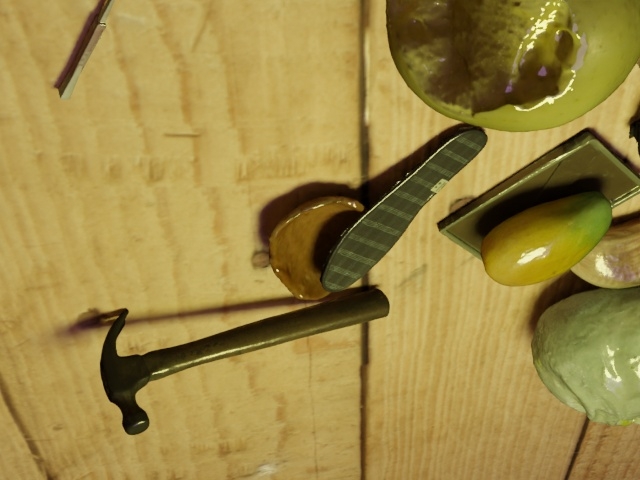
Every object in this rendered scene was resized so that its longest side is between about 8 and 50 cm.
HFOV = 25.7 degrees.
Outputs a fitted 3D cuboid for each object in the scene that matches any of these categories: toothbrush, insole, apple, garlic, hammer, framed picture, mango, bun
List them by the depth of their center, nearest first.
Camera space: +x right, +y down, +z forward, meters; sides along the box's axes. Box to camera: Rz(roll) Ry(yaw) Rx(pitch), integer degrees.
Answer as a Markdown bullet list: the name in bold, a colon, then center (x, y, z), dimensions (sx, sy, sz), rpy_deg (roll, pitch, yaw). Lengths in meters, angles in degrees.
- **apple**: center (0.199, -0.244, 1.388), dimensions (0.279, 0.279, 0.279), rpy_deg (-14, 149, -8)
- **toothbrush**: center (-0.233, -0.211, 1.435), dimensions (0.017, 0.014, 0.194), rpy_deg (1, 145, -30)
- **insole**: center (0.105, -0.038, 1.846), dimensions (0.309, 0.012, 0.110), rpy_deg (-45, 145, 20)
- **mango**: center (0.316, -0.004, 1.951), dimensions (0.195, 0.092, 0.130), rpy_deg (-34, 144, 9)
- **hammer**: center (-0.099, 0.141, 1.971), dimensions (0.440, 0.168, 0.044), rpy_deg (-13, 154, -26)
- **framed picture**: center (0.314, -0.046, 1.978), dimensions (0.260, 0.023, 0.189), rpy_deg (-33, 142, 23)
- **garlic**: center (0.438, 0.009, 2.107), dimensions (0.198, 0.090, 0.128), rpy_deg (-7, 125, -4)
- **bun**: center (0.516, 0.186, 2.237), dimensions (0.362, 0.211, 0.362), rpy_deg (-7, 164, -2)

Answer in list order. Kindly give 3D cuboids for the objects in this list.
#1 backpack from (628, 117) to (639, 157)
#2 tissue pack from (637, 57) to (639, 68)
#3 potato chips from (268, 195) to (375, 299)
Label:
- **backpack**: center (0.483, -0.160, 1.819), dimensions (0.120, 0.106, 0.165), rpy_deg (-6, 151, -13)
- **tissue pack**: center (0.454, -0.260, 1.683), dimensions (0.115, 0.065, 0.155), rpy_deg (-11, 148, -16)
- **potato chips**: center (0.000, 0.000, 1.865), dimensions (0.150, 0.049, 0.201), rpy_deg (-32, 149, 0)
